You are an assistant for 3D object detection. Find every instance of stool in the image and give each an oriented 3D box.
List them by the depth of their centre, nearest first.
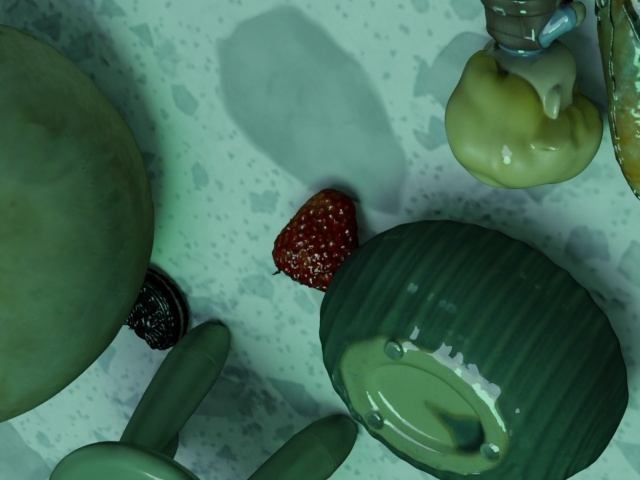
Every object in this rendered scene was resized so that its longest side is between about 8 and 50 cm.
[{"bbox_3d":[-0.108,0.209,1.564,0.195,0.198,0.195,34,131,7],"label":"stool"}]

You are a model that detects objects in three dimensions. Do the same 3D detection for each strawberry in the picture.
[{"bbox_3d":[0.000,0.000,1.456,0.073,0.073,0.083,21,113,20],"label":"strawberry"}]

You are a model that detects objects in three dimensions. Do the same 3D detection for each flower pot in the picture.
[{"bbox_3d":[0.113,0.089,1.379,0.243,0.157,0.189,30,131,15],"label":"flower pot"}]

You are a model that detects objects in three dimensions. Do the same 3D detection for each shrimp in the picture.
[{"bbox_3d":[0.256,-0.120,1.239,0.144,0.052,0.251,-9,120,24],"label":"shrimp"}]

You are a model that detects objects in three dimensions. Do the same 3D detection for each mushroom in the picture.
[{"bbox_3d":[-0.323,-0.020,1.508,0.294,0.362,0.362,-127,28,-56],"label":"mushroom"}]

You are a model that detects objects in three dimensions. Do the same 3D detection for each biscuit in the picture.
[{"bbox_3d":[-0.160,0.059,1.614,0.089,0.027,0.087,-18,105,37],"label":"biscuit"}]

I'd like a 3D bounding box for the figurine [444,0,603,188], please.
[{"bbox_3d":[0.143,-0.131,1.265,0.114,0.108,0.196,18,117,34],"label":"figurine"}]
